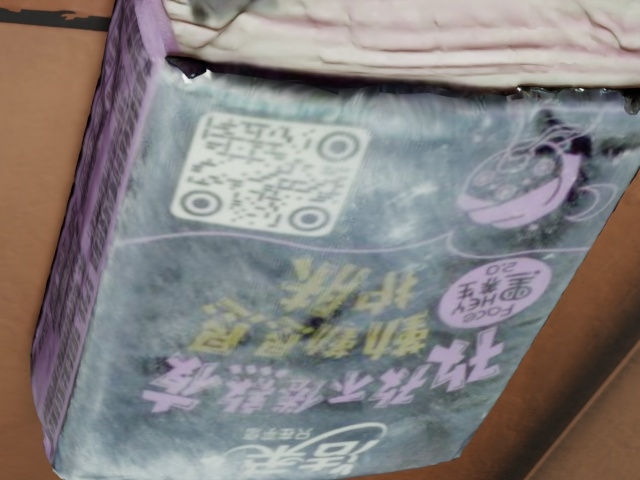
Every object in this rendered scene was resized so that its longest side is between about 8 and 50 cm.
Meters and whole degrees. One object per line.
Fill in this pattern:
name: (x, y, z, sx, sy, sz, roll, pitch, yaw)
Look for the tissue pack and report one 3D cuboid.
tissue pack: (0.000, 0.000, 0.961, 0.259, 0.122, 0.361, 0, 146, -17)
